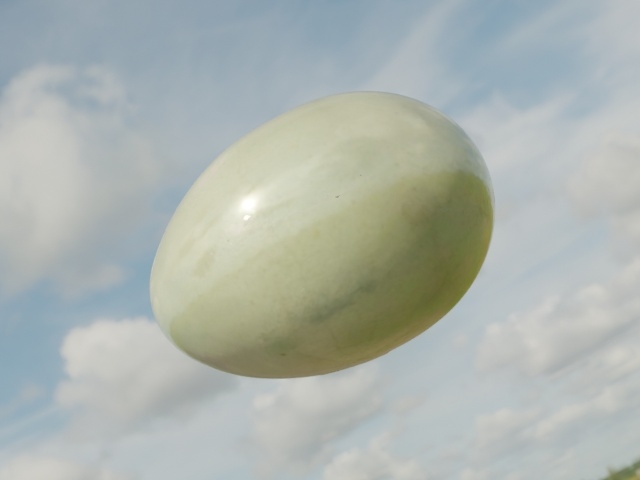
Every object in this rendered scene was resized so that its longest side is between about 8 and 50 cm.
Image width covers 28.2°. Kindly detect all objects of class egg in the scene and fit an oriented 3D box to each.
[{"bbox_3d":[0.000,0.000,0.732,0.209,0.151,0.151,-26,-16,0],"label":"egg"}]
